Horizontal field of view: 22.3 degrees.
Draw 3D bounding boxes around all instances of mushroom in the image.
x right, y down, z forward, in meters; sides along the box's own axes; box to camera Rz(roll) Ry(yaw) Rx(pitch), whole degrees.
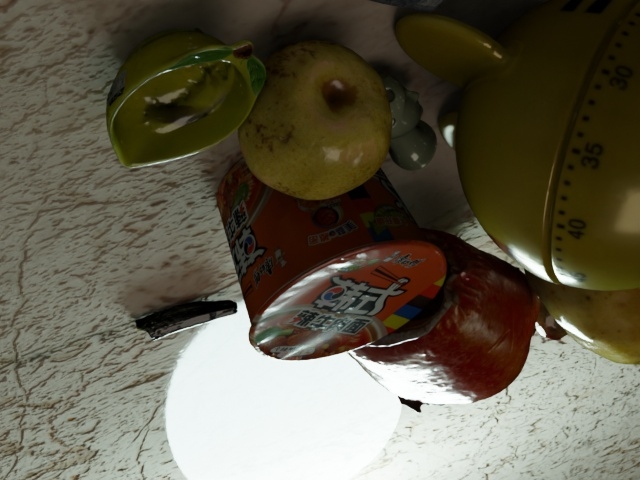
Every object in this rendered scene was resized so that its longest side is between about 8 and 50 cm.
[{"bbox_3d":[0.361,0.122,2.542,0.088,0.073,0.129,-47,172,-36],"label":"mushroom"}]

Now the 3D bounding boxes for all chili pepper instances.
[{"bbox_3d":[0.133,0.084,2.137,0.251,0.229,0.305,4,162,27],"label":"chili pepper"}]

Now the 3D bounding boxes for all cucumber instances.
[{"bbox_3d":[-0.175,0.097,2.118,0.135,0.033,0.034,-20,119,-12],"label":"cucumber"}]

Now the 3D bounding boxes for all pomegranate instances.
[{"bbox_3d":[0.433,0.002,2.154,0.332,0.332,0.332,-19,152,-11],"label":"pomegranate"}]

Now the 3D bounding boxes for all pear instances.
[{"bbox_3d":[-0.009,-0.123,1.724,0.178,0.178,0.178,-19,152,-11],"label":"pear"}]

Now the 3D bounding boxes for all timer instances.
[{"bbox_3d":[0.282,-0.129,1.814,0.376,0.387,0.376,-43,145,-42],"label":"timer"}]

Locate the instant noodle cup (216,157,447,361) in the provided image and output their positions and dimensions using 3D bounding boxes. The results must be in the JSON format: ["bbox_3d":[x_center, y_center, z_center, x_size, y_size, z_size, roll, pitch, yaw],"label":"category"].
[{"bbox_3d":[0.000,0.000,1.913,0.250,0.192,0.250,-18,151,-11],"label":"instant noodle cup"}]

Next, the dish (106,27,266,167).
[{"bbox_3d":[-0.145,-0.161,1.642,0.149,0.080,0.207,15,135,-45],"label":"dish"}]

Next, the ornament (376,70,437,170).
[{"bbox_3d":[0.083,-0.142,1.861,0.081,0.075,0.156,-27,150,11],"label":"ornament"}]

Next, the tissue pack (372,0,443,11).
[{"bbox_3d":[0.120,-0.302,1.637,0.112,0.051,0.156,2,142,-45],"label":"tissue pack"}]
